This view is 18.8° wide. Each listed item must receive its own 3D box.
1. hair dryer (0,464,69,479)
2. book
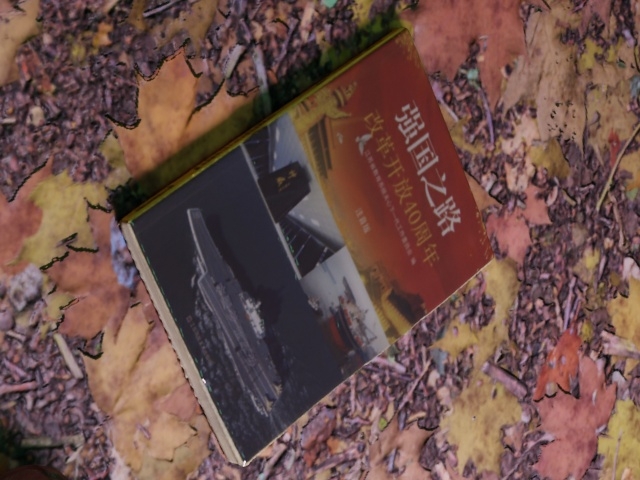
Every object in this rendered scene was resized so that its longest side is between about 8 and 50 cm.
[{"bbox_3d":[-0.269,0.375,1.570,0.352,0.125,0.210,-51,122,-17],"label":"hair dryer"},{"bbox_3d":[0.000,0.000,1.815,0.374,0.028,0.262,-37,114,-32],"label":"book"}]
